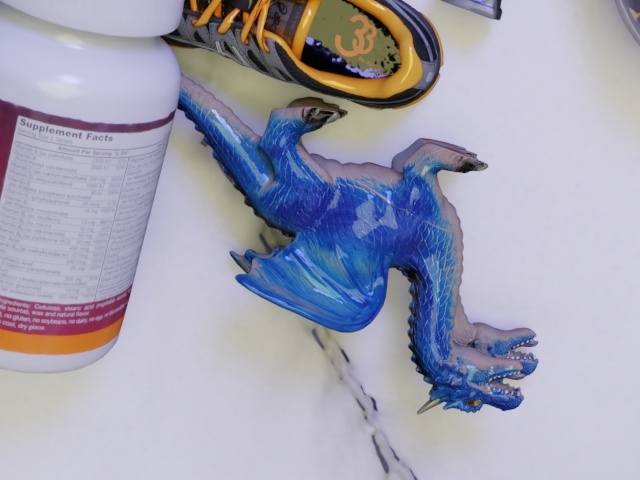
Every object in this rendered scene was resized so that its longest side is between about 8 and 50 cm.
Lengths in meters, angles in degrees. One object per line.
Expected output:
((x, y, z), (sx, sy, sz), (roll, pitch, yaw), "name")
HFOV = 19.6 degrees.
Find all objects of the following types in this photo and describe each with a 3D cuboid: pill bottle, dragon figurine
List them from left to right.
((-0.140, -0.052, 0.959), (0.121, 0.121, 0.221), (14, 112, -5), "pill bottle")
((0.000, 0.000, 1.016), (0.289, 0.085, 0.144), (18, 97, -7), "dragon figurine")

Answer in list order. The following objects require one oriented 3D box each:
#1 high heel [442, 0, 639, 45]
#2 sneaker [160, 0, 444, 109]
((0.208, -0.182, 0.996), (0.261, 0.093, 0.186), (17, 99, 0), "high heel")
((-0.031, -0.129, 0.997), (0.215, 0.083, 0.084), (18, 99, -4), "sneaker")
